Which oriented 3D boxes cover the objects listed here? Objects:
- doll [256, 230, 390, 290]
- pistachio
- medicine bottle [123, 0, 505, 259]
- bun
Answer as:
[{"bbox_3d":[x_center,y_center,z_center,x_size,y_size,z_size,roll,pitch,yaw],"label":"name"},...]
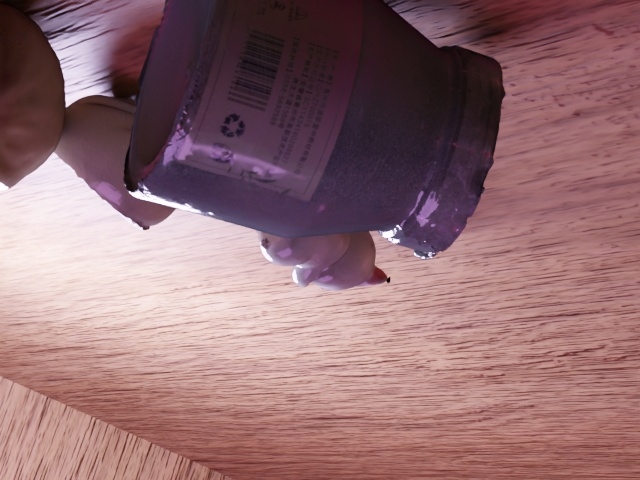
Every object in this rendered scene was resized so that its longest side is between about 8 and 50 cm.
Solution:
[{"bbox_3d":[-0.006,-0.001,2.070,0.107,0.110,0.181,-33,139,14],"label":"doll"},{"bbox_3d":[-0.377,-0.159,1.826,0.226,0.208,0.332,60,179,6],"label":"pistachio"},{"bbox_3d":[-0.004,-0.115,1.544,0.290,0.245,0.245,17,162,-17],"label":"medicine bottle"},{"bbox_3d":[-0.220,-0.101,1.951,0.173,0.120,0.173,43,180,0],"label":"bun"}]
